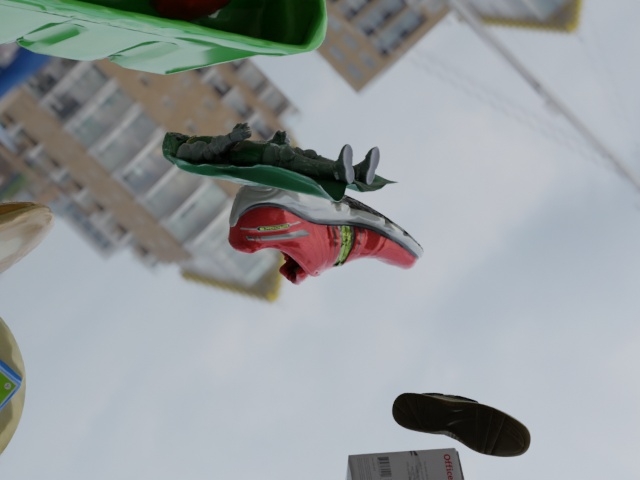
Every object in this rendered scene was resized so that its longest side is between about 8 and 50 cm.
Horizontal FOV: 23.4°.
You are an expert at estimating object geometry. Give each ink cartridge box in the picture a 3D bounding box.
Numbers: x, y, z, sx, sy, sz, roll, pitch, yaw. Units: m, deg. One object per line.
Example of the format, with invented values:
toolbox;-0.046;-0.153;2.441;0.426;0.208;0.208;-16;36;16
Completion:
ink cartridge box;0.103;0.307;1.848;0.056;0.135;0.099;96;-11;-48

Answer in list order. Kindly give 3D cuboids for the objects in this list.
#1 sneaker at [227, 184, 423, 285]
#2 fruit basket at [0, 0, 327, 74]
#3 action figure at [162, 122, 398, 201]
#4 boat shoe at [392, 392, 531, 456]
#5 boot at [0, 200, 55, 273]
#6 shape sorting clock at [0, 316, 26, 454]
sneaker;0.000;0.000;1.844;0.107;0.279;0.118;33;-77;52
fruit basket;-0.140;-0.291;1.064;0.392;0.392;0.283;-28;-117;52
action figure;-0.059;-0.078;1.462;0.232;0.063;0.137;8;-177;32
boat shoe;0.155;0.191;1.662;0.049;0.152;0.056;-32;137;-72
boot;-0.393;-0.040;1.289;0.295;0.211;0.104;-22;156;-15
shape sorting clock;-0.388;0.143;1.501;0.206;0.206;0.040;-49;-162;-18
